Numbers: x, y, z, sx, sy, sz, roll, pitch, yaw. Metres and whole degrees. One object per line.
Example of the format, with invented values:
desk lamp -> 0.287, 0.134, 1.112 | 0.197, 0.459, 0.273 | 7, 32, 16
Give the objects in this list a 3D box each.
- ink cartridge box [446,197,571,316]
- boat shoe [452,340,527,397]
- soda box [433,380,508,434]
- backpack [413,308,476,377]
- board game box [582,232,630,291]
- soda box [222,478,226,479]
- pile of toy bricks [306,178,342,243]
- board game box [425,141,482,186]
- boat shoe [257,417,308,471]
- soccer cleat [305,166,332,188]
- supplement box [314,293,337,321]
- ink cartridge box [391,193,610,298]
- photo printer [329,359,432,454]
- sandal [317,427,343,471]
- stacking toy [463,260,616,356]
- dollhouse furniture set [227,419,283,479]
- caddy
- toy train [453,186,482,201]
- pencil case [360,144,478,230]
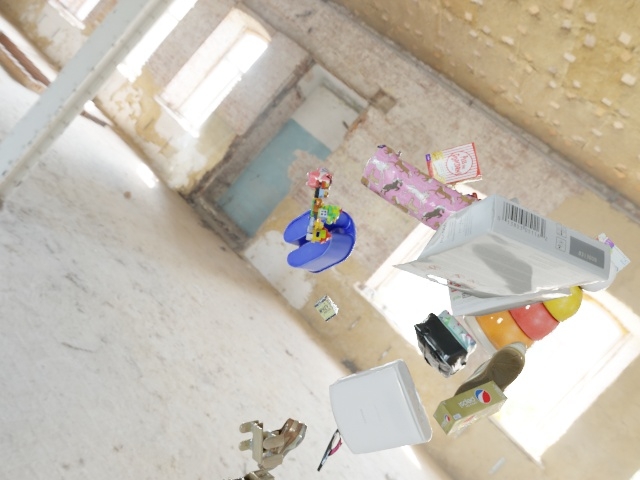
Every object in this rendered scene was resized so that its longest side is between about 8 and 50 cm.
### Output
ink cartridge box -> 0.513, 0.060, 1.307 | 0.130, 0.271, 0.309 | 6, -21, -30
boat shoe -> 0.504, 0.415, 1.338 | 0.109, 0.302, 0.098 | 41, 31, 24
soda box -> 0.372, 0.412, 1.119 | 0.181, 0.061, 0.058 | -9, 40, -26
backpack -> 0.476, 0.405, 1.753 | 0.225, 0.191, 0.253 | 51, -14, 34
board game box -> 1.014, 0.107, 1.754 | 0.144, 0.142, 0.275 | 54, -15, 14
soda box -> -0.141, 0.692, 1.084 | 0.286, 0.098, 0.091 | 31, 21, -12
pile of toy bricks -> 0.021, -0.099, 1.516 | 0.105, 0.212, 0.118 | 10, -31, -5
board game box -> 0.527, -0.293, 1.796 | 0.045, 0.194, 0.146 | 29, 51, -64
boat shoe -> -0.188, 0.896, 2.006 | 0.116, 0.324, 0.123 | 39, 17, -5
soccer cleat -> 0.014, -0.240, 1.776 | 0.095, 0.083, 0.248 | 13, 13, 12
supplement box -> 0.024, 0.282, 1.902 | 0.083, 0.056, 0.083 | 53, 9, -2
ink cartridge box -> 0.396, 0.039, 1.064 | 0.308, 0.091, 0.385 | 20, -19, -16
photo printer -> 0.175, 0.550, 1.474 | 0.107, 0.308, 0.256 | -2, 69, -56
sandal -> 0.046, 0.727, 1.578 | 0.040, 0.179, 0.067 | 23, -13, 20
stacking toy -> 0.758, 0.187, 1.552 | 0.351, 0.480, 0.350 | 35, 34, -29
dollhouse furniture set -> -0.275, 0.880, 1.827 | 0.161, 0.242, 0.212 | 3, -4, -37
caddy -> 0.000, 0.000, 1.939 | 0.179, 0.341, 0.241 | 13, 59, -44
toy train -> 0.571, -0.115, 1.784 | 0.248, 0.105, 0.143 | -80, 157, -67
pencil case -> 0.325, -0.163, 1.506 | 0.386, 0.167, 0.160 | 36, 13, 15
